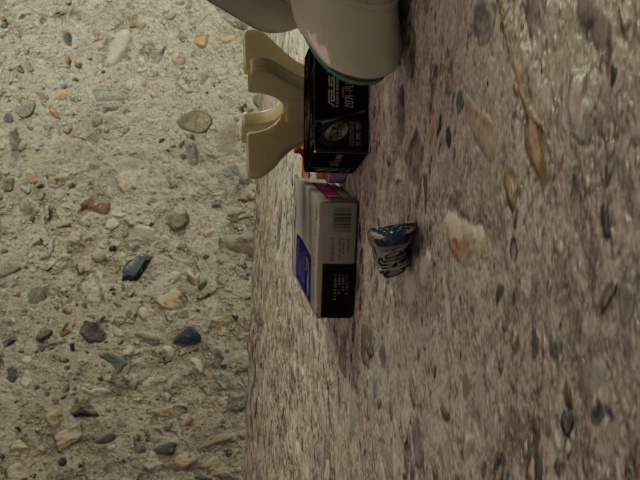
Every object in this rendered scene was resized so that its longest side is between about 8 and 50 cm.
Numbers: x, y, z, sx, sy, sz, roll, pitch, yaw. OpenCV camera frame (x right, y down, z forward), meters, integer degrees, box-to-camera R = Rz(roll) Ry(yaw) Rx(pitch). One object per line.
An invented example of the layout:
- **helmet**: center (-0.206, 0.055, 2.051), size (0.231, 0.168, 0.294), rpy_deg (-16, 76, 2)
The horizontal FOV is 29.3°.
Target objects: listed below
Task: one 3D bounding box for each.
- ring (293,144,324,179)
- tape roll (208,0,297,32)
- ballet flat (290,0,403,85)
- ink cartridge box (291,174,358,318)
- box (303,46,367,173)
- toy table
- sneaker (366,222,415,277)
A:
- **ring**: center (-0.023, -0.170, 2.321), size (0.336, 0.032, 0.336), rpy_deg (-179, 90, -84)
- **tape roll**: center (-0.093, -0.462, 1.887), size (0.169, 0.246, 0.246), rpy_deg (21, -115, -54)
- **ballet flat**: center (0.038, -0.344, 1.507), size (0.400, 0.139, 0.139), rpy_deg (-92, 7, -52)
- **ink cartridge box**: center (0.000, 0.000, 1.960), size (0.371, 0.069, 0.175), rpy_deg (-134, 45, -77)
- **box**: center (0.020, -0.199, 1.778), size (0.147, 0.077, 0.180), rpy_deg (132, 138, -80)
- **toy table**: center (-0.042, -0.223, 1.963), size (0.252, 0.161, 0.274), rpy_deg (102, 166, -57)
- **sneaker**: center (0.083, 0.012, 1.378), size (0.135, 0.052, 0.058), rpy_deg (85, 176, -86)
